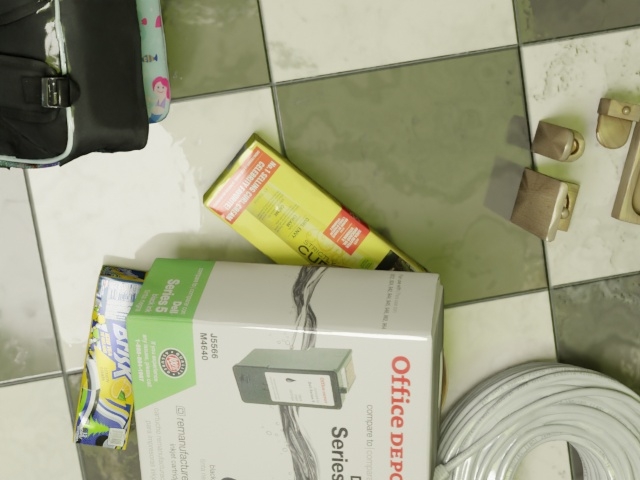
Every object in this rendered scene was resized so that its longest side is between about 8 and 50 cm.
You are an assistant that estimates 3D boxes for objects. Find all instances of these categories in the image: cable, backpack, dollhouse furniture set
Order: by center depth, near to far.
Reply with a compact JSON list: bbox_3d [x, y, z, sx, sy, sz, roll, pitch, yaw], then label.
[{"bbox_3d":[-0.263,-0.178,1.156,0.253,0.191,0.225,0,101,33],"label":"backpack"},{"bbox_3d":[0.289,-0.062,1.284,0.151,0.123,0.144,13,98,-9],"label":"dollhouse furniture set"},{"bbox_3d":[0.232,0.253,1.337,0.257,0.089,0.257,45,84,-10],"label":"cable"}]

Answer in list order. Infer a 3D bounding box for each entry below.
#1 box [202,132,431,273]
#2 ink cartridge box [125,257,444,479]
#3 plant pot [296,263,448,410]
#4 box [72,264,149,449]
[{"bbox_3d":[0.000,0.000,1.293,0.232,0.058,0.087,40,96,-11],"label":"box"},{"bbox_3d":[-0.027,0.132,1.217,0.273,0.115,0.198,3,118,8],"label":"ink cartridge box"},{"bbox_3d":[0.008,0.121,1.290,0.236,0.032,0.236,4,119,8],"label":"plant pot"},{"bbox_3d":[-0.201,0.114,1.287,0.054,0.059,0.169,10,98,-7],"label":"box"}]
